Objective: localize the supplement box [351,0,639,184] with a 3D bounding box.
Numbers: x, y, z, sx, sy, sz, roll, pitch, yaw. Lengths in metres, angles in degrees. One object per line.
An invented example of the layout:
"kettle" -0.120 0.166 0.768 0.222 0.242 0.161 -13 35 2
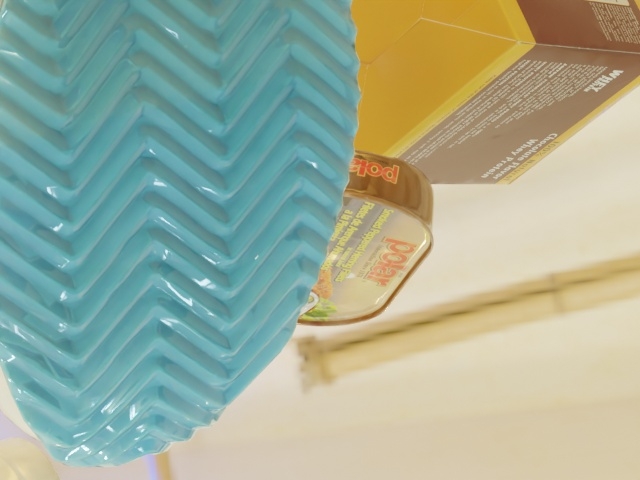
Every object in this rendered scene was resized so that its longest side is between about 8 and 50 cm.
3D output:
"supplement box" 0.120 -0.143 1.295 0.194 0.191 0.129 -2 -118 -45

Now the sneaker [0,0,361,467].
"sneaker" -0.055 -0.068 0.354 0.092 0.087 0.229 6 104 56

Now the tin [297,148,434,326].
"tin" 0.000 0.000 0.950 0.190 0.106 0.040 123 160 -64

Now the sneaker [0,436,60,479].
"sneaker" -0.154 0.250 0.869 0.123 0.106 0.290 -14 -108 -47
